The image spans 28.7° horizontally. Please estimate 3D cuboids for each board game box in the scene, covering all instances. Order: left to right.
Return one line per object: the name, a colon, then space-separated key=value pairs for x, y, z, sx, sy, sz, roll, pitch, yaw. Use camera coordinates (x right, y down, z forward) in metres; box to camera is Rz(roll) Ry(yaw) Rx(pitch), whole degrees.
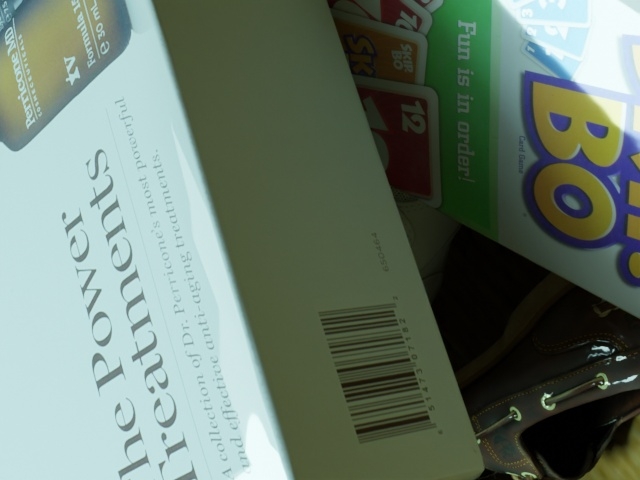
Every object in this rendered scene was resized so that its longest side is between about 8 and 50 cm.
board game box: x=0.098 y=-0.048 z=0.470 sx=0.259 sy=0.039 sz=0.124 roll=28 pitch=126 yaw=25

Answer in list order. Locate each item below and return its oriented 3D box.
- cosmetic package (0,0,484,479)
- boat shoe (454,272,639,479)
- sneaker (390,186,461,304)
cosmetic package: x=-0.112 y=-0.030 z=0.560 sx=0.284 sy=0.097 sz=0.377 roll=-35 pitch=66 yaw=45
boat shoe: x=0.105 y=0.081 z=0.597 sx=0.207 sy=0.073 sz=0.073 roll=117 pitch=138 yaw=-55
sneaker: x=0.000 y=0.000 z=0.726 sx=0.366 sy=0.137 sz=0.210 roll=-133 pitch=57 yaw=-80
